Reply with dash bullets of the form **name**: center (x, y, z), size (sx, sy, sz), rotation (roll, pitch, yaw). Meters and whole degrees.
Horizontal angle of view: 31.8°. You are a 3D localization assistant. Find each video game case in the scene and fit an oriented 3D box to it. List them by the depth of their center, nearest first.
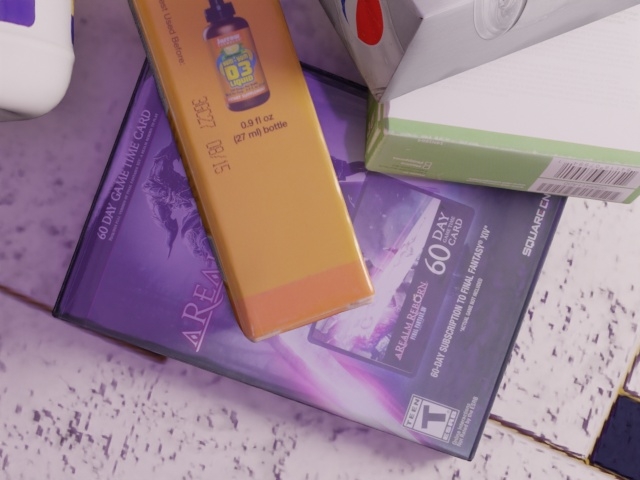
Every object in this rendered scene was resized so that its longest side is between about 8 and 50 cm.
- **video game case**: center (0.000, 0.000, 0.690), size (0.274, 0.026, 0.196), rotation (20, 89, -9)

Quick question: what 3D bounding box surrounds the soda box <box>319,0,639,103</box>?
- **soda box**: center (0.143, -0.178, 0.624), size (0.286, 0.098, 0.091), rotation (-23, 76, -19)

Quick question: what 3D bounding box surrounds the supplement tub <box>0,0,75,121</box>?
- **supplement tub**: center (-0.238, -0.228, 0.540), size (0.241, 0.241, 0.331), rotation (1, 91, -8)

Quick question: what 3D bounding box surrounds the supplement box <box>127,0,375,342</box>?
- **supplement box**: center (-0.045, -0.066, 0.632), size (0.078, 0.080, 0.234), rotation (-18, 96, -7)

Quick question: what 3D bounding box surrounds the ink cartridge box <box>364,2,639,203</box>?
- **ink cartridge box**: center (0.118, -0.148, 0.688), size (0.171, 0.056, 0.235), rotation (7, 67, -8)
